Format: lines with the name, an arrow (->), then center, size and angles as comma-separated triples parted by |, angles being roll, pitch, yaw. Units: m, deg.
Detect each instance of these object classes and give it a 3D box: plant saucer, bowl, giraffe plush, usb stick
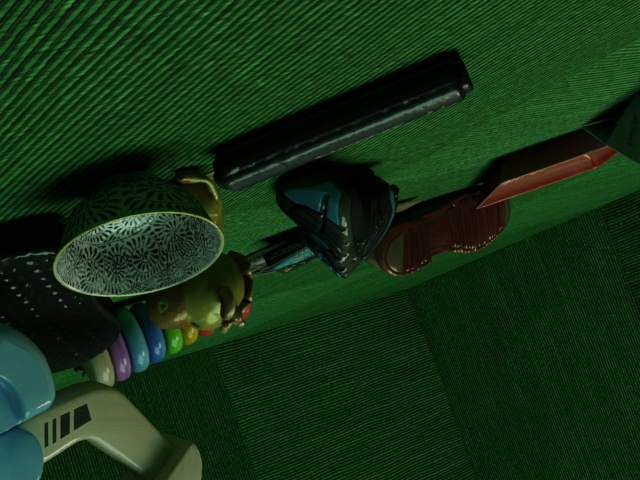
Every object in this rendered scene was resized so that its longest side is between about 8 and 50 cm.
plant saucer -> 0.412, -0.139, 1.983 | 0.258, 0.048, 0.259 | -19, 172, -4
bowl -> -0.187, -0.016, 1.102 | 0.170, 0.080, 0.170 | -13, 153, -7
giraffe plush -> -0.149, 0.027, 1.236 | 0.210, 0.171, 0.181 | -22, 172, 19
usb stick -> 0.021, -0.116, 1.125 | 0.278, 0.045, 0.077 | -21, 172, 11

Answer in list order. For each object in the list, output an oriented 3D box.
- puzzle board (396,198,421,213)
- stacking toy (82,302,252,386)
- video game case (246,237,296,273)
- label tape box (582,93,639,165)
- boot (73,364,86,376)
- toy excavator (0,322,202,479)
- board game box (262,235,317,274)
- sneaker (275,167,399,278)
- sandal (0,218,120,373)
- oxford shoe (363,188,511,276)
puzzle board -> 0.110, -0.047, 2.003 | 0.096, 0.011, 0.128 | -16, 172, -37
stacking toy -> -0.279, 0.150, 2.022 | 0.330, 0.141, 0.141 | -22, 174, -22
video game case -> -0.075, 0.029, 2.038 | 0.183, 0.023, 0.201 | -24, 172, 31
label tape box -> 0.616, -0.169, 1.726 | 0.249, 0.115, 0.348 | -6, -151, -22
boot -> -0.437, 0.207, 2.093 | 0.121, 0.045, 0.099 | -34, 136, 19
toy excavator -> -0.347, 0.205, 1.205 | 0.222, 0.433, 0.445 | 5, -155, 45
board game box -> 0.000, 0.000, 1.883 | 0.186, 0.026, 0.126 | -28, 168, 6
sneaker -> 0.031, -0.052, 1.489 | 0.140, 0.125, 0.341 | -46, 172, -5
sandal -> -0.336, 0.060, 1.334 | 0.167, 0.107, 0.446 | -13, 158, -14
oxford shoe -> 0.219, -0.033, 2.136 | 0.348, 0.123, 0.130 | -16, -162, -33
